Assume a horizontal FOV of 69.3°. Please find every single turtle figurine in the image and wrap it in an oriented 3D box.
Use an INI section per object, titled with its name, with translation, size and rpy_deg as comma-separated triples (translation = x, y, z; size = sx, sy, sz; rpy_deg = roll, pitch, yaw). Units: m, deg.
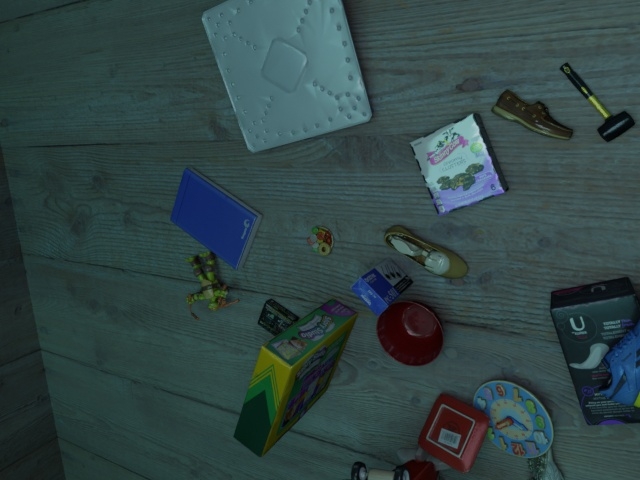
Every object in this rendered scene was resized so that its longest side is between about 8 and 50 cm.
[turtle figurine]
translation = -0.373, 0.149, 1.582
size = 0.270, 0.087, 0.217
rpy_deg = -17, 88, 40

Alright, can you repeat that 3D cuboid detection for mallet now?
[mallet]
translation = 0.561, -0.288, 0.970
size = 0.189, 0.039, 0.062
rpy_deg = 50, 123, 15

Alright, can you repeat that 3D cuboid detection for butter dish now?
[butter dish]
translation = 0.370, 0.522, 1.239
size = 0.160, 0.118, 0.160
rpy_deg = 15, 68, 46

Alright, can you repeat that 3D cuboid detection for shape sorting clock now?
[shape sorting clock]
translation = 0.484, 0.455, 1.177
size = 0.206, 0.040, 0.206
rpy_deg = 20, 120, 39

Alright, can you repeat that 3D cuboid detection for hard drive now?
[hard drive]
translation = -0.355, -0.074, 1.540
size = 0.319, 0.040, 0.210
rpy_deg = 34, 117, 19

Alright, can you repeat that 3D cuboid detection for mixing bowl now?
[mixing bowl]
translation = 0.251, 0.232, 1.240
size = 0.181, 0.098, 0.181
rpy_deg = 8, 107, 27

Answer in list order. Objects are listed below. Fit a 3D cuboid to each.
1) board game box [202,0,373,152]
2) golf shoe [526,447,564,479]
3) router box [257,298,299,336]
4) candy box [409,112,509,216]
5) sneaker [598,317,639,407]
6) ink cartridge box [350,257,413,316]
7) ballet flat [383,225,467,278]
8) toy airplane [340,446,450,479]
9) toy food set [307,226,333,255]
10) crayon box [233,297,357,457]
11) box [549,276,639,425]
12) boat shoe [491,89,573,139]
[board game box]
translation = -0.086, -0.465, 1.226
size = 0.390, 0.050, 0.390
rpy_deg = -9, 110, 28
[golf shoe]
translation = 0.577, 0.583, 1.178
size = 0.086, 0.069, 0.176
rpy_deg = 3, 92, -12
[router box]
translation = -0.138, 0.260, 1.505
size = 0.122, 0.038, 0.092
rpy_deg = 31, 116, 19
[candy box]
translation = 0.329, -0.179, 1.105
size = 0.165, 0.070, 0.196
rpy_deg = -22, 92, 32
[sneaker]
translation = 0.596, 0.219, 0.890
size = 0.082, 0.069, 0.209
rpy_deg = 15, 108, 27
[ink cartridge box]
translation = 0.163, 0.115, 1.195
size = 0.097, 0.207, 0.046
rpy_deg = 46, 118, 12
[ballet flat]
translation = 0.264, 0.039, 1.198
size = 0.232, 0.073, 0.080
rpy_deg = 29, 116, 20
[toy airplane]
translation = 0.238, 0.691, 1.210
size = 0.384, 0.386, 0.272
rpy_deg = -2, 77, -12
[toy food set]
translation = 0.000, 0.000, 1.369
size = 0.083, 0.020, 0.083
rpy_deg = 24, 114, 23
[crayon box]
translation = -0.061, 0.366, 1.296
size = 0.106, 0.363, 0.313
rpy_deg = 27, 114, 22
[box]
translation = 0.622, 0.237, 1.002
size = 0.165, 0.143, 0.270
rpy_deg = -17, 93, 30
[boat shoe]
translation = 0.465, -0.273, 1.007
size = 0.178, 0.064, 0.060
rpy_deg = 33, 119, 21
